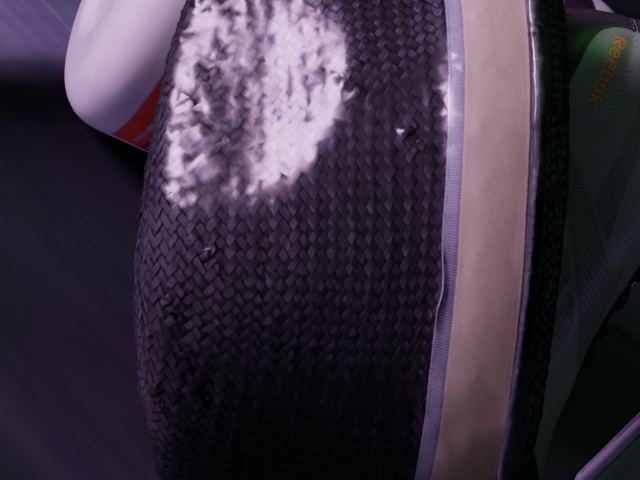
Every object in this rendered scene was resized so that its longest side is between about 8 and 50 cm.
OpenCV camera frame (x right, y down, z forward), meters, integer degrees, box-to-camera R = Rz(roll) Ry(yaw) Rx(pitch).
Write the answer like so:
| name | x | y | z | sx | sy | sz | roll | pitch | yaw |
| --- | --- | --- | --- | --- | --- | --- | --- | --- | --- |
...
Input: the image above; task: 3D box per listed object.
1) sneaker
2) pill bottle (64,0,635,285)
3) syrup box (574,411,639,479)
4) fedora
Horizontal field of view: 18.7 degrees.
| name | x | y | z | sx | sy | sz | roll | pitch | yaw |
| --- | --- | --- | --- | --- | --- | --- | --- | --- | --- |
| sneaker | 0.117 | 0.017 | 0.946 | 0.108 | 0.272 | 0.100 | 3 | 23 | -6 |
| pill bottle | 0.038 | -0.086 | 1.047 | 0.323 | 0.181 | 0.181 | 24 | 28 | -18 |
| syrup box | 0.172 | 0.161 | 0.967 | 0.093 | 0.096 | 0.237 | 41 | 25 | 2 |
| fedora | 0.000 | 0.000 | 0.813 | 0.152 | 0.334 | 0.334 | 4 | 32 | -6 |
